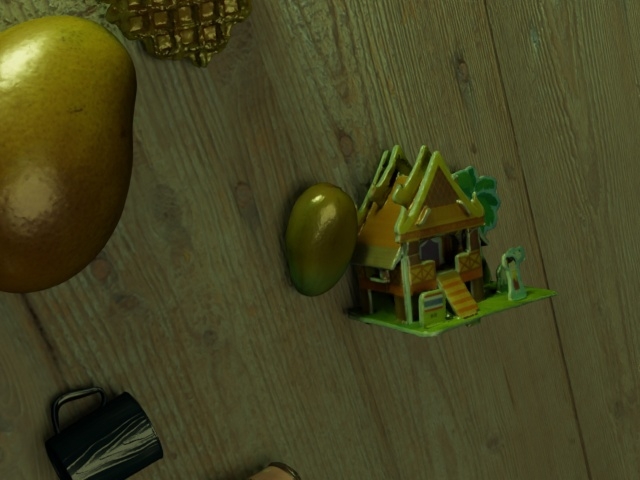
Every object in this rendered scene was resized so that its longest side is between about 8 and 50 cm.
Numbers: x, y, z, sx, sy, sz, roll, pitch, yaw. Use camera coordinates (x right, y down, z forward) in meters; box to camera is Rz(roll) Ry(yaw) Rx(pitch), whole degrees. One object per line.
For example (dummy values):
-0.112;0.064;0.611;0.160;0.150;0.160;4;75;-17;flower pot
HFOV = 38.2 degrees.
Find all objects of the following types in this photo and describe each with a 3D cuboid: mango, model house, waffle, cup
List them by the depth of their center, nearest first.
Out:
-0.363;-0.120;1.191;0.264;0.221;0.378;29;72;-32;mango
-0.193;-0.371;1.305;0.238;0.059;0.243;-46;136;9;waffle
-0.332;0.298;1.378;0.138;0.150;0.113;-29;149;-27;cup
0.000;0.000;1.555;0.130;0.092;0.195;10;98;-39;mango
0.235;-0.020;1.639;0.357;0.242;0.313;-11;103;-33;model house

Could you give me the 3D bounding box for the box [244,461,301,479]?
-0.095;0.458;1.551;0.135;0.151;0.151;-28;115;-37;box
